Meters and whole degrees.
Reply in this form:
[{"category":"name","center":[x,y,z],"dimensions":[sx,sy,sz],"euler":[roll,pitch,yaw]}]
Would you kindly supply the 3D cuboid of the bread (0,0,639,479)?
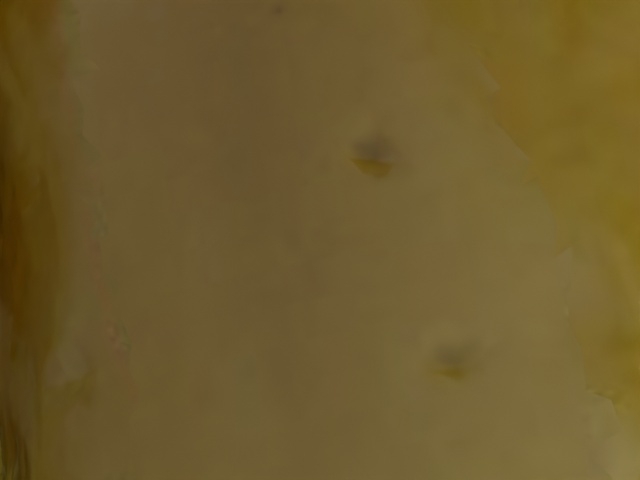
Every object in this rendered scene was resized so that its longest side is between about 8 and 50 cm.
[{"category":"bread","center":[0.000,0.000,0.586],"dimensions":[0.250,0.394,0.361],"euler":[-12,160,-6]}]
